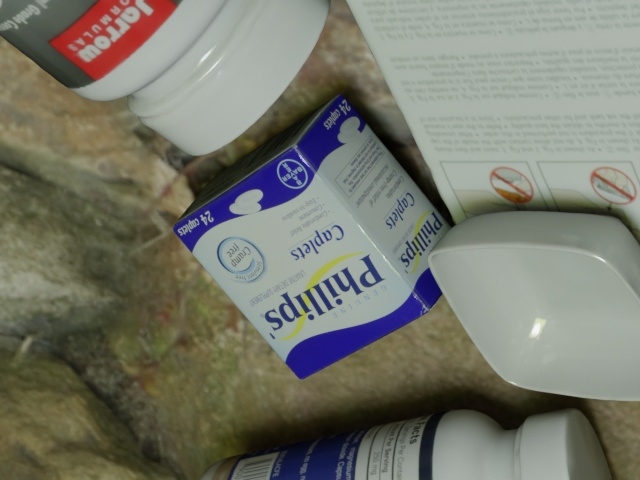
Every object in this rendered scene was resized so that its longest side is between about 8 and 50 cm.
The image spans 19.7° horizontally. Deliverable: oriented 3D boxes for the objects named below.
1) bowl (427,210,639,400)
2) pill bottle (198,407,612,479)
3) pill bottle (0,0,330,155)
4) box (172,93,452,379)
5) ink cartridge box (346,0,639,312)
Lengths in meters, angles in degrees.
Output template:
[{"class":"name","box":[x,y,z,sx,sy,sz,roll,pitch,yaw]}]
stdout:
[{"class":"bowl","box":[0.151,0.033,1.121,0.142,0.053,0.142,2,139,41]},{"class":"pill bottle","box":[0.058,0.197,1.225,0.264,0.153,0.153,-14,110,21]},{"class":"pill bottle","box":[-0.140,-0.183,1.063,0.283,0.161,0.161,38,119,-24]},{"class":"box","box":[0.000,0.000,1.180,0.126,0.072,0.137,-31,104,40]},{"class":"ink cartridge box","box":[0.179,-0.113,1.044,0.308,0.091,0.385,2,135,39]}]
